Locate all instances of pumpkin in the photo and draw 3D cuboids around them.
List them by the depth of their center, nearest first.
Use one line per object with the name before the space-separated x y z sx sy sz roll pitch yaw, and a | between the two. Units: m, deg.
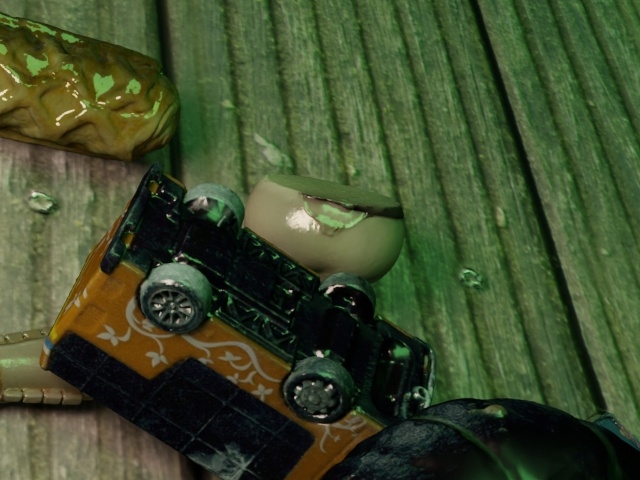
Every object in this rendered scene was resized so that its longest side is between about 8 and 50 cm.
pumpkin | 0.141 0.306 1.348 0.363 0.266 0.363 6 78 -29

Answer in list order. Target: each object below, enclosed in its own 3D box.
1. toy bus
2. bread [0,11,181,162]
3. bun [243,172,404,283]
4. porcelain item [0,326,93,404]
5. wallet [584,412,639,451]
toy bus | -0.073 0.103 1.520 0.323 0.194 0.162 34 35 -12
bread | -0.281 -0.163 1.800 0.268 0.130 0.152 14 30 -17
bun | 0.000 0.000 1.783 0.173 0.119 0.173 13 9 -2
porcelain item | -0.307 0.118 1.512 0.213 0.054 0.084 -1 43 -33
wallet | 0.267 0.262 1.691 0.202 0.059 0.141 -23 66 -43
